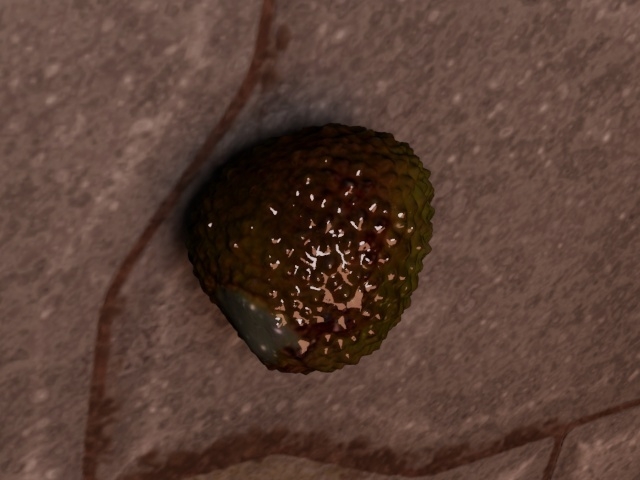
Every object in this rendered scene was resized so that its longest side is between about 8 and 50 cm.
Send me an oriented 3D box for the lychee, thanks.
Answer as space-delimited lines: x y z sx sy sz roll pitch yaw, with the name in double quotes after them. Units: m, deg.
0.000 0.000 1.027 0.171 0.171 0.171 -22 136 -23 "lychee"
